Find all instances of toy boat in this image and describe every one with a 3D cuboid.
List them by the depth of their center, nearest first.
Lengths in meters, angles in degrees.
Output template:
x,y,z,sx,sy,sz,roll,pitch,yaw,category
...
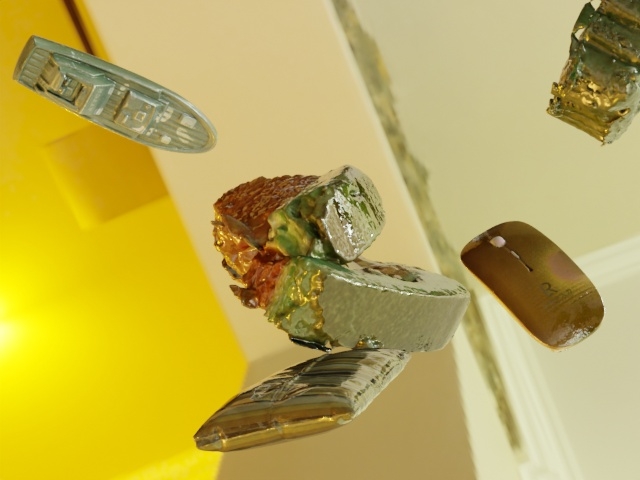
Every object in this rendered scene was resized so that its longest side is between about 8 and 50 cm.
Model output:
x,y,z,sx,sy,sz,roll,pitch,yaw,category
-0.234,-0.162,1.448,0.078,0.260,0.085,-57,-149,18,toy boat

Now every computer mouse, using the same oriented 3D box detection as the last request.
x,y,z,sx,sy,sz,roll,pitch,yaw,category
0.306,0.058,1.787,0.126,0.056,0.245,-30,-129,-12,computer mouse

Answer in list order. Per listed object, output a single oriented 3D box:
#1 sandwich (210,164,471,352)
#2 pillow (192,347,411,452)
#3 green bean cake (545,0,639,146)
x,y,z,sx,sy,sz,roll,pitch,yaw,category
0.000,0.000,1.225,0.250,0.162,0.301,13,-172,-42,sandwich
-0.006,0.107,0.863,0.113,0.038,0.203,-12,-178,14,pillow
0.391,-0.253,1.545,0.255,0.132,0.241,-58,171,-4,green bean cake
